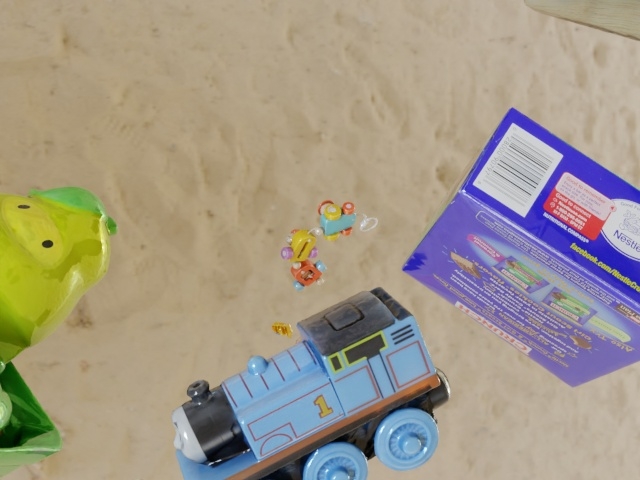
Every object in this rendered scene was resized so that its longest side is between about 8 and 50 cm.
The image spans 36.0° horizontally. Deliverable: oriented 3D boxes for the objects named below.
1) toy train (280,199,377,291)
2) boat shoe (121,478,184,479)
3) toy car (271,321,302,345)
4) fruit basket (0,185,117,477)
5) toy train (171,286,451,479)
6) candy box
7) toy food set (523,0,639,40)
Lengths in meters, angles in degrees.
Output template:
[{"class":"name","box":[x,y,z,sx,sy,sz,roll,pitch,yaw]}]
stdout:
[{"class":"toy train","box":[0.000,0.000,1.483,0.166,0.046,0.125,-43,146,13]},{"class":"boat shoe","box":[-0.154,0.309,1.134,0.081,0.228,0.068,93,-5,-74]},{"class":"toy car","box":[-0.034,0.138,1.462,0.060,0.041,0.122,-62,143,-27]},{"class":"fruit basket","box":[-0.393,0.065,1.018,0.283,0.392,0.391,37,63,-72]},{"class":"toy train","box":[-0.009,0.109,0.616,0.184,0.080,0.105,-25,109,-8]},{"class":"candy box","box":[0.252,0.024,1.098,0.268,0.317,0.122,34,72,3]},{"class":"toy food set","box":[0.136,-0.174,0.372,0.039,0.132,0.192,27,99,-19]}]
